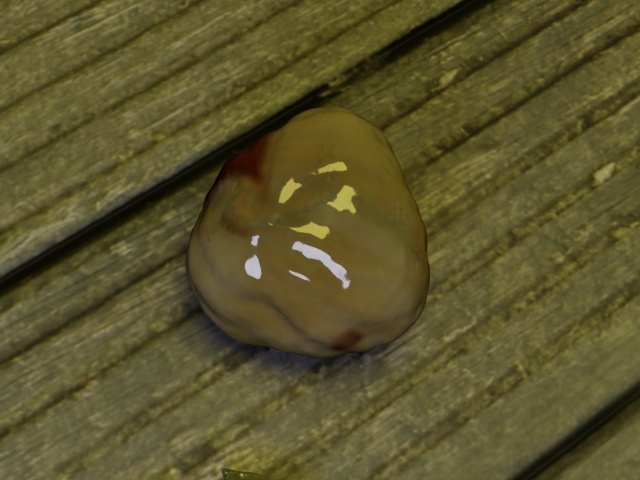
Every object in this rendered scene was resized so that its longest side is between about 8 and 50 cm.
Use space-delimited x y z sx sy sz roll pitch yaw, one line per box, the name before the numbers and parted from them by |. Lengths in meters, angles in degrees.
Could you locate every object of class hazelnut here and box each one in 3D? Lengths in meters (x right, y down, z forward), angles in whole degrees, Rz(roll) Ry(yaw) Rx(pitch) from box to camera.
hazelnut | 0.000 0.000 1.840 0.261 0.241 0.261 -5 72 15

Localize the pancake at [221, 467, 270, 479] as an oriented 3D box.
pancake | -0.101 0.340 1.713 0.253 0.037 0.254 5 60 -9
